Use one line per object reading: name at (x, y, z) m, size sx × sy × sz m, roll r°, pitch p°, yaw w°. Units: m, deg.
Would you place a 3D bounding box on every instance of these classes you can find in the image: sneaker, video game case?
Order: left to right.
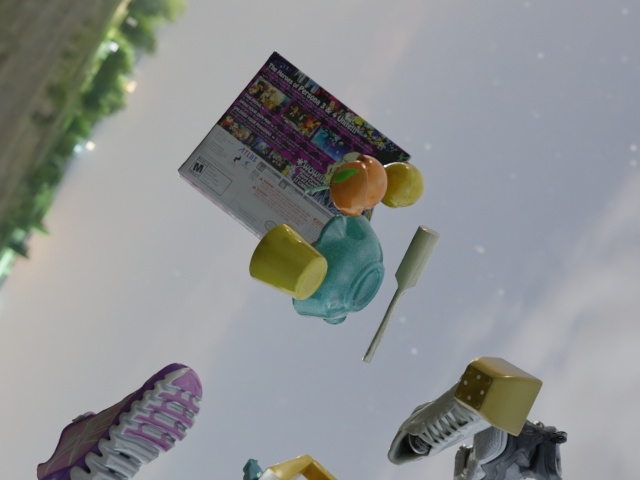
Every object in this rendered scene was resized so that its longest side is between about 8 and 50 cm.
sneaker at (-0.237, 0.221, 1.599) m, size 0.236 × 0.095 × 0.104 m, roll -48°, pitch -133°, yaw -2°
video game case at (-0.034, -0.098, 1.851) m, size 0.210 × 0.232 × 0.042 m, roll -53°, pitch 179°, yaw -10°
sneaker at (0.190, 0.265, 2.057) m, size 0.095 × 0.090 × 0.235 m, roll -32°, pitch 171°, yaw -45°
sneaker at (0.304, 0.365, 2.254) m, size 0.269 × 0.153 × 0.101 m, roll 107°, pitch -10°, yaw -54°

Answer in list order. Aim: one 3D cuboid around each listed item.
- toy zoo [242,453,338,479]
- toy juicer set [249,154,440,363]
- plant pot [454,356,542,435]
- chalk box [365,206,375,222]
toy zoo at (0.006, 0.406, 1.976) m, size 0.030 × 0.293 × 0.192 m, roll -57°, pitch 164°, yaw 27°
toy juicer set at (0.041, 0.003, 1.603) m, size 0.209 × 0.089 × 0.329 m, roll -55°, pitch 153°, yaw -5°
plant pot at (0.222, 0.197, 1.836) m, size 0.081 × 0.083 × 0.081 m, roll 29°, pitch -83°, yaw 44°
chalk box at (0.000, 0.000, 2.126) m, size 0.132 × 0.132 × 0.213 m, roll 99°, pitch 8°, yaw -82°
